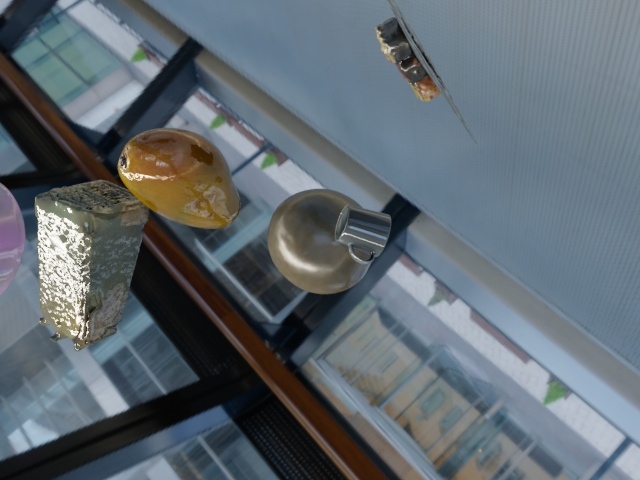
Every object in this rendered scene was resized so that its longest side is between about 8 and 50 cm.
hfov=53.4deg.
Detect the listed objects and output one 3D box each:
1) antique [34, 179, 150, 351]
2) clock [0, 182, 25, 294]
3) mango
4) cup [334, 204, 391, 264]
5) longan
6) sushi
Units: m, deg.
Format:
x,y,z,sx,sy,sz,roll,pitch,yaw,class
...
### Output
x,y,z,sx,sy,sz,roll,pitch,yaw,class
-0.406,0.050,1.106,0.125,0.284,0.150,22,-160,21,antique
-0.788,-0.023,1.367,0.338,0.338,0.102,46,-153,12,clock
-0.202,-0.091,0.996,0.113,0.138,0.253,51,-173,34,mango
0.070,-0.009,1.095,0.077,0.100,0.078,17,151,-13,cup
0.000,0.000,1.814,0.319,0.319,0.319,46,165,15,longan
0.132,-0.270,0.957,0.290,0.050,0.264,34,-149,-54,sushi
